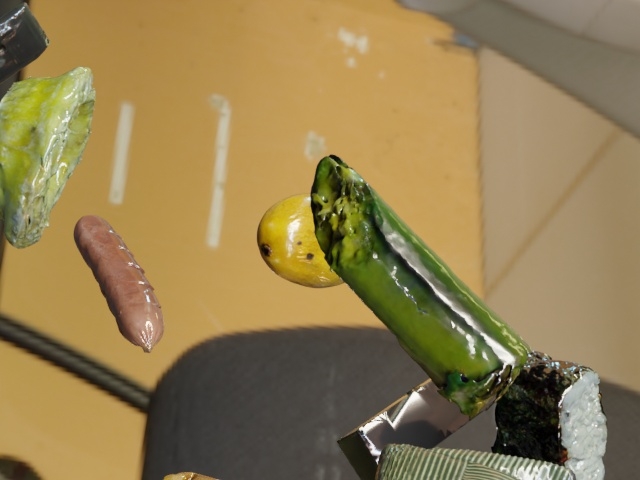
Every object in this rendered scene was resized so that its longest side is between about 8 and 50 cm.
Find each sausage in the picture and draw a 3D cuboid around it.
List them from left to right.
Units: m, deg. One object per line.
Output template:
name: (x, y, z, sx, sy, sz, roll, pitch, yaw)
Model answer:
sausage: (-0.354, 0.066, 2.317, 0.433, 0.087, 0.088, 51, -50, 52)

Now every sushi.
sushi: (0.308, 0.256, 1.771, 0.127, 0.124, 0.225, 14, -52, 39)

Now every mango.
mango: (0.003, -0.001, 2.172, 0.109, 0.262, 0.157, -14, -97, 43)

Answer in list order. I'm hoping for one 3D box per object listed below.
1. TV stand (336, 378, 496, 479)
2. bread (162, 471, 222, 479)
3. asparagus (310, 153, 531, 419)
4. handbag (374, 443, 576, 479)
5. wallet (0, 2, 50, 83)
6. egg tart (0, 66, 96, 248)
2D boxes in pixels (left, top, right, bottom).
TV stand: (0.161, 0.257, 1.959, 0.088, 0.269, 0.083, 56, -29, 6)
bread: (-0.132, 0.477, 2.123, 0.132, 0.294, 0.167, -31, 129, -65)
asparagus: (0.099, 0.047, 1.629, 0.382, 0.128, 0.108, 47, -30, 13)
handbag: (0.190, 0.413, 1.562, 0.247, 0.240, 0.341, -63, 146, -58)
wallet: (-0.561, -0.285, 2.162, 0.245, 0.052, 0.168, -39, 171, -8)
egg tart: (-0.278, -0.080, 1.272, 0.197, 0.078, 0.197, -162, -90, -87)
